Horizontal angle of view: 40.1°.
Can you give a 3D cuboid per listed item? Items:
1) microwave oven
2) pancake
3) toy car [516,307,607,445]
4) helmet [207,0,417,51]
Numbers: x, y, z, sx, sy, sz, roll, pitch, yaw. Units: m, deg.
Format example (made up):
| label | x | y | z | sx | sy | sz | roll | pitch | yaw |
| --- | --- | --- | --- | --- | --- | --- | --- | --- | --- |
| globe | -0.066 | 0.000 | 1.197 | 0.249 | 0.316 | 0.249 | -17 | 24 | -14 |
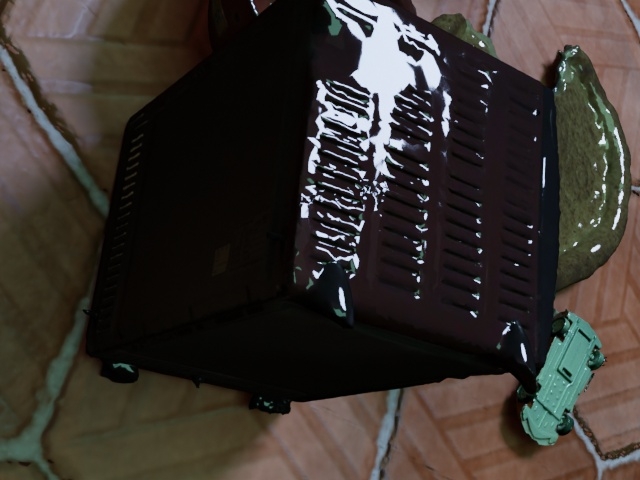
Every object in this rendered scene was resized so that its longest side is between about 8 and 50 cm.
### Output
| label | x | y | z | sx | sy | sz | roll | pitch | yaw |
| --- | --- | --- | --- | --- | --- | --- | --- | --- | --- |
| microwave oven | -0.001 | -0.002 | 0.511 | 0.188 | 0.247 | 0.178 | 22 | 65 | -31 |
| pancake | 0.186 | -0.090 | 0.794 | 0.288 | 0.033 | 0.286 | 46 | 59 | -19 |
| toy car | 0.204 | 0.119 | 0.759 | 0.059 | 0.035 | 0.122 | 42 | 68 | -21 |
| helmet | -0.021 | -0.160 | 0.614 | 0.155 | 0.106 | 0.175 | 2 | 73 | -39 |
